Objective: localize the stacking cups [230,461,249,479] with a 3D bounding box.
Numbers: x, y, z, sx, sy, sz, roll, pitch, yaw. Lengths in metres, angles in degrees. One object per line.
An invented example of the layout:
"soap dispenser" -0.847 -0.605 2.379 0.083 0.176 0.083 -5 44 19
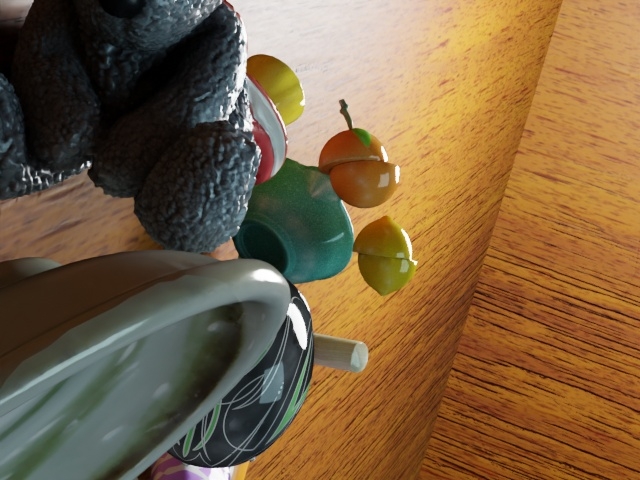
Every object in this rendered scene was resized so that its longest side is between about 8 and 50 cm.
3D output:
"stacking cups" -0.130 0.275 1.485 0.096 0.096 0.316 12 92 -75

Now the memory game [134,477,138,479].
"memory game" -0.175 0.175 1.168 0.186 0.012 0.186 -7 90 -82

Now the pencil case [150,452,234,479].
"pencil case" -0.116 0.260 1.345 0.206 0.088 0.086 -95 -173 -53

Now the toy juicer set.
"toy juicer set" 0.000 0.000 1.326 0.089 0.209 0.329 -44 151 -41

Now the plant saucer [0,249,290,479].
"plant saucer" -0.202 0.111 0.794 0.400 0.100 0.400 -36 167 -9

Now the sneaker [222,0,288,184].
"sneaker" -0.104 -0.087 1.136 0.128 0.087 0.221 -54 148 -22

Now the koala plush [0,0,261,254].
"koala plush" -0.106 -0.142 0.854 0.203 0.196 0.221 -66 169 -62

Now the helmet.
"helmet" -0.085 0.111 1.271 0.161 0.169 0.169 -61 164 -58
